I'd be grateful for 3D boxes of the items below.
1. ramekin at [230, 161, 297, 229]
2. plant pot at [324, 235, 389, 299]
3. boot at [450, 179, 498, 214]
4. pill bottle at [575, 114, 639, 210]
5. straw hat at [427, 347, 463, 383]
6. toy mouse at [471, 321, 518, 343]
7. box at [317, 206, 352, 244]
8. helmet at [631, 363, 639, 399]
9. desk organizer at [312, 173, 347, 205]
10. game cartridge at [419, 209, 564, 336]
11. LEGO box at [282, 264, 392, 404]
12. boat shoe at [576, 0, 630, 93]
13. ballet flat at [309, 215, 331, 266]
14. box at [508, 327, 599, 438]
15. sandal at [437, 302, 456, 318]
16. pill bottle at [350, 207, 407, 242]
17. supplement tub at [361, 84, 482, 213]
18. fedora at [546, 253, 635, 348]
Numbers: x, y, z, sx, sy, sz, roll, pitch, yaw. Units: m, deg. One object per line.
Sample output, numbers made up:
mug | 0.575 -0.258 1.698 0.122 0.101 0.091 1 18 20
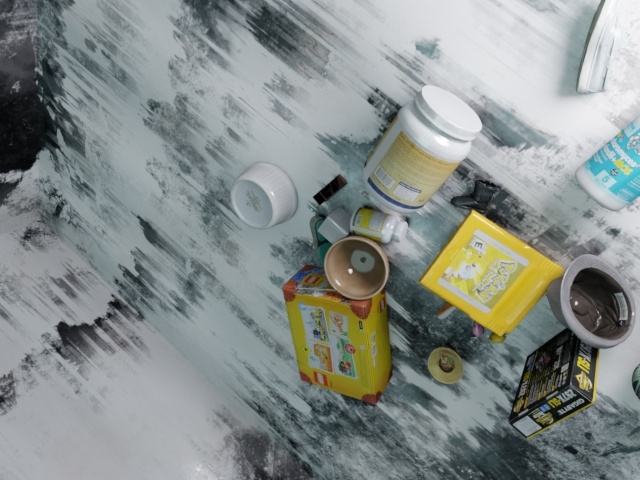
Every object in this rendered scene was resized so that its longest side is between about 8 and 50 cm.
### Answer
ramekin | -0.238 -0.167 1.744 0.273 0.127 0.272 17 125 26
plant pot | 0.140 0.086 1.589 0.238 0.110 0.237 7 110 20
boot | 0.468 -0.139 1.333 0.121 0.045 0.099 20 129 15
pill bottle | 0.757 -0.203 1.029 0.146 0.146 0.264 41 131 6
straw hat | 0.487 0.468 1.677 0.145 0.061 0.144 6 103 28
toy mouse | 0.581 0.304 1.532 0.161 0.031 0.143 -27 100 42
box | 0.066 -0.050 1.623 0.102 0.101 0.087 43 132 6
helmet | 0.981 0.407 1.235 0.169 0.169 0.161 -21 120 41
desk organizer | 0.033 -0.184 1.600 0.047 0.050 0.130 51 132 -2
game cartridge | 0.519 0.108 1.350 0.324 0.053 0.285 33 107 5
LEGO box | 0.079 0.387 1.816 0.373 0.193 0.499 8 121 30
boat shoe | 0.656 -0.452 1.002 0.081 0.079 0.227 10 127 19
ballet flat | 0.000 0.000 1.735 0.068 0.072 0.213 31 136 52
box | 0.706 0.406 1.314 0.079 0.322 0.257 37 131 12
sandal | 0.461 0.182 1.494 0.076 0.102 0.265 39 134 5
pill bottle | 0.204 -0.049 1.529 0.184 0.103 0.103 16 125 26
supplement tub | 0.284 -0.256 1.263 0.228 0.228 0.316 41 132 7
fedora | 0.746 0.176 1.243 0.276 0.243 0.124 32 163 -9
